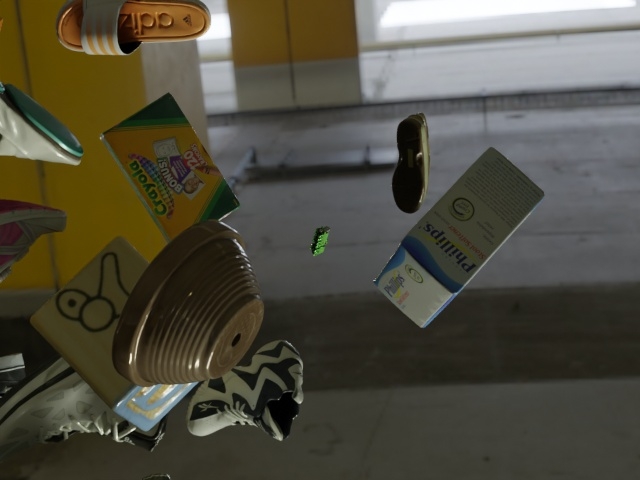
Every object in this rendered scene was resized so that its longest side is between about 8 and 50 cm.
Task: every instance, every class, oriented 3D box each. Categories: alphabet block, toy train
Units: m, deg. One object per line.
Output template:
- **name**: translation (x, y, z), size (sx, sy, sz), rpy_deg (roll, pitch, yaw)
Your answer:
- **alphabet block**: translation (-0.284, 0.144, 1.731), size (0.192, 0.193, 0.197), rpy_deg (-43, -109, -10)
- **toy train**: translation (0.000, 0.000, 1.791), size (0.023, 0.017, 0.083), rpy_deg (-22, 160, -18)

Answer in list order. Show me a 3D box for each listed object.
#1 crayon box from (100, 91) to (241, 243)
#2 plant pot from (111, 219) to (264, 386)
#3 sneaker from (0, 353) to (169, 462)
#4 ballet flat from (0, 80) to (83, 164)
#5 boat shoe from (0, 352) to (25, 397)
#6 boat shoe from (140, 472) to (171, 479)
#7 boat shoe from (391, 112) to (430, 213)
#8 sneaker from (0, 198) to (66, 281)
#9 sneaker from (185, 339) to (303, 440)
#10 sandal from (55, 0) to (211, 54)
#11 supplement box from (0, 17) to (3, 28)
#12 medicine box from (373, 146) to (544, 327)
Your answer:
- **crayon box**: translation (-0.310, -0.143, 2.365), size (0.165, 0.278, 0.081), rpy_deg (-34, -170, -12)
- **plant pot**: translation (-0.150, 0.101, 1.472), size (0.109, 0.237, 0.237), rpy_deg (32, -150, 19)
- **sneaker**: translation (-0.456, 0.348, 2.225), size (0.447, 0.257, 0.169), rpy_deg (-40, 174, -14)
- **ballet flat**: translation (-0.592, -0.234, 2.041), size (0.139, 0.139, 0.400), rpy_deg (6, 155, 34)
- **boat shoe**: translation (-0.708, 0.302, 2.289), size (0.113, 0.105, 0.306), rpy_deg (-15, 177, 24)
- **boat shoe**: translation (-0.330, 0.475, 1.964), size (0.109, 0.305, 0.091), rpy_deg (15, -136, -26)
- **boat shoe**: translation (0.176, -0.142, 2.088), size (0.068, 0.190, 0.072), rpy_deg (18, -146, 22)
- **sneaker**: translation (-0.483, 0.009, 1.658), size (0.252, 0.111, 0.103), rpy_deg (-17, -161, -37)
- **sneaker**: translation (-0.120, 0.285, 1.896), size (0.235, 0.094, 0.153), rpy_deg (-31, -142, 8)
- **sandal**: translation (-0.314, -0.356, 1.879), size (0.265, 0.102, 0.076), rpy_deg (-3, -150, 8)
- **supplement box**: translation (-0.632, -0.394, 2.059), size (0.098, 0.036, 0.062), rpy_deg (25, -143, -3)
- **medicine box**: translation (0.270, -0.001, 2.275), size (0.289, 0.149, 0.263), rpy_deg (-46, 173, -20)
